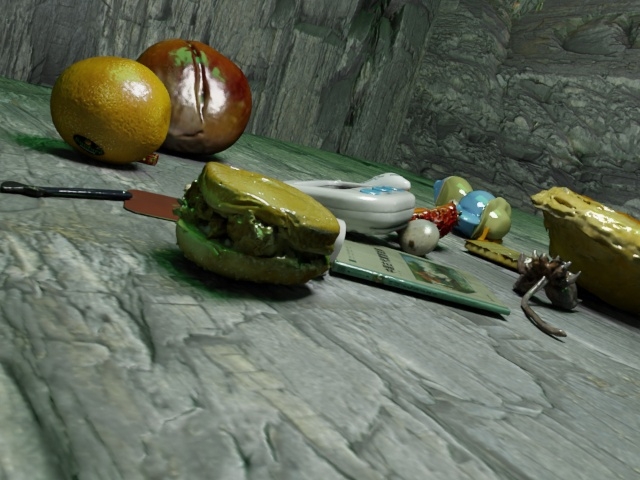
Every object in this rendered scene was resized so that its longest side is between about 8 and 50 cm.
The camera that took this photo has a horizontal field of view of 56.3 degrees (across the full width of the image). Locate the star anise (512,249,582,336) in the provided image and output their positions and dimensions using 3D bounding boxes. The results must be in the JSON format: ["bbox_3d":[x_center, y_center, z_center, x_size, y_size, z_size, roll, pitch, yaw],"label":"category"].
[{"bbox_3d":[0.383,0.117,1.022,0.148,0.218,0.227,45,57,-1],"label":"star anise"}]

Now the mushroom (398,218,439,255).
[{"bbox_3d":[0.202,0.002,1.209,0.085,0.085,0.079,28,-26,45],"label":"mushroom"}]

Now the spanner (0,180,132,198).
[{"bbox_3d":[-0.376,-0.074,0.901,0.046,0.012,0.209,24,15,34],"label":"spanner"}]

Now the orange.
[{"bbox_3d":[-0.425,-0.265,1.224,0.237,0.236,0.236,15,12,-3],"label":"orange"}]

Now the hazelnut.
[{"bbox_3d":[-0.370,-0.390,1.697,0.373,0.315,0.372,16,41,-14],"label":"hazelnut"}]

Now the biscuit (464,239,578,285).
[{"bbox_3d":[0.473,0.053,1.402,0.255,0.029,0.172,26,15,36],"label":"biscuit"}]

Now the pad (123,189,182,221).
[{"bbox_3d":[-0.197,-0.044,1.025,0.267,0.004,0.181,11,12,-18],"label":"pad"}]

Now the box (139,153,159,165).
[{"bbox_3d":[-0.420,-0.196,1.385,0.082,0.023,0.051,13,13,-11],"label":"box"}]

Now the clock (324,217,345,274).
[{"bbox_3d":[0.000,0.000,0.881,0.041,0.087,0.129,17,10,-16],"label":"clock"}]

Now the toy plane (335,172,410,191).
[{"bbox_3d":[0.109,-0.100,1.385,0.251,0.101,0.255,7,-5,-40],"label":"toy plane"}]

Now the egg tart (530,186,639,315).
[{"bbox_3d":[0.635,0.034,1.269,0.444,0.178,0.443,23,15,-7],"label":"egg tart"}]

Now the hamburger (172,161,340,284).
[{"bbox_3d":[-0.073,-0.013,0.767,0.189,0.122,0.215,30,15,36],"label":"hamburger"}]

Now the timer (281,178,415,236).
[{"bbox_3d":[0.051,-0.068,1.163,0.237,0.086,0.262,9,10,24],"label":"timer"}]

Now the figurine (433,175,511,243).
[{"bbox_3d":[0.434,-0.089,1.700,0.180,0.154,0.262,38,12,-34],"label":"figurine"}]

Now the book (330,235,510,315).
[{"bbox_3d":[0.146,0.052,0.985,0.283,0.025,0.215,15,11,-7],"label":"book"}]

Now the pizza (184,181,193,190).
[{"bbox_3d":[-0.237,-0.106,1.206,0.083,0.025,0.078,27,14,40],"label":"pizza"}]

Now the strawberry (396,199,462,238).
[{"bbox_3d":[0.237,-0.036,1.322,0.141,0.085,0.192,-9,6,21],"label":"strawberry"}]
